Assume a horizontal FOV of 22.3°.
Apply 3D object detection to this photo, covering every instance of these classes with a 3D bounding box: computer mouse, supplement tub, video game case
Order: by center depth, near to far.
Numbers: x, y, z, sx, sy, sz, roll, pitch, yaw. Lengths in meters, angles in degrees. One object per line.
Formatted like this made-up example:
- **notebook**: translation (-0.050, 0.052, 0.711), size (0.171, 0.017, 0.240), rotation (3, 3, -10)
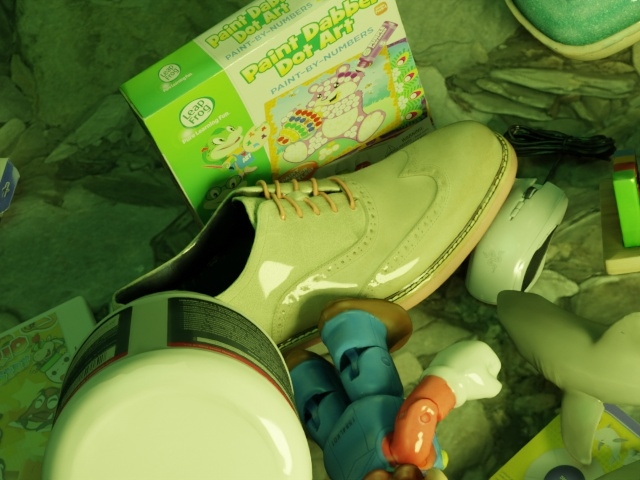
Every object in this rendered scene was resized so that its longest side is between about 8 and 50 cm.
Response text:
- **supplement tub**: translation (-0.110, 0.148, 1.252), size (0.191, 0.191, 0.272), rotation (-25, 11, 0)
- **computer mouse**: translation (0.188, -0.028, 1.477), size (0.106, 0.042, 0.193), rotation (15, 62, 25)
- **video game case**: translation (-0.290, 0.178, 1.498), size (0.227, 0.026, 0.206), rotation (-26, 53, -1)

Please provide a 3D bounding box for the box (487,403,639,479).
- **box**: translation (0.193, 0.212, 1.314), size (0.179, 0.043, 0.105), rotation (-42, 54, -11)

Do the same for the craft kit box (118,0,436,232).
- **craft kit box**: translation (-0.029, -0.120, 1.481), size (0.250, 0.246, 0.061), rotation (-34, 53, -6)

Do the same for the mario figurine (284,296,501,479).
- **mario figurine**: translation (0.072, 0.200, 1.301), size (0.170, 0.198, 0.320), rotation (-9, 40, -10)

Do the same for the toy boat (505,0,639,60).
- **toy boat**: translation (0.326, -0.255, 1.505), size (0.267, 0.148, 0.318), rotation (-43, 59, 4)

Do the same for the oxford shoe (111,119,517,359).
- **oxford shoe**: translation (0.000, 0.000, 1.438), size (0.397, 0.146, 0.140), rotation (-37, 35, -10)

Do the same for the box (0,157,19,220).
- **box**: translation (-0.374, -0.046, 1.677), size (0.136, 0.028, 0.081), rotation (2, 58, 16)

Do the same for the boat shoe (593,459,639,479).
- **boat shoe**: translation (0.303, 0.200, 1.257), size (0.227, 0.081, 0.079), rotation (-14, 9, -24)

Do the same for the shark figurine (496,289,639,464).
- **shark figurine**: translation (0.281, 0.082, 1.298), size (0.278, 0.116, 0.166), rotation (-2, 48, 7)

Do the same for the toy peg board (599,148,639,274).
- **toy peg board**: translation (0.317, -0.052, 1.388), size (0.161, 0.079, 0.160), rotation (-7, 26, 12)
